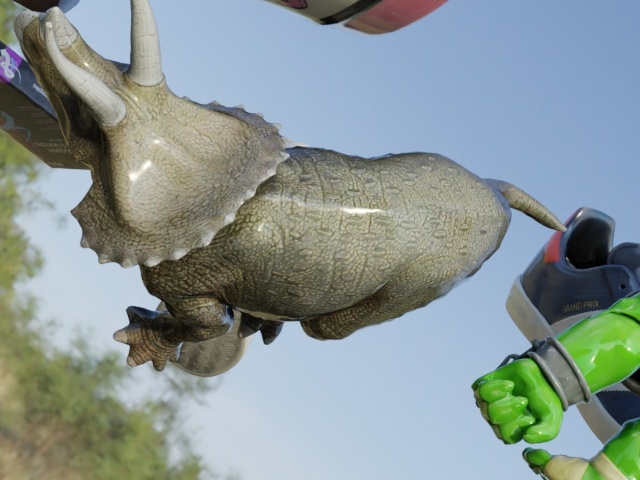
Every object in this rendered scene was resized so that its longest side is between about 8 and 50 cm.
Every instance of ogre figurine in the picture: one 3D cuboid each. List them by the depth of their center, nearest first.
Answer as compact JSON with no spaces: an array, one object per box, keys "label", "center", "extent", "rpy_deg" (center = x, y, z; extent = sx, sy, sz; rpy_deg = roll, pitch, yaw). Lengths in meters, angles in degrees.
[{"label":"ogre figurine","center":[0.175,0.094,0.581],"extent":[0.197,0.118,0.097],"rpy_deg":[40,-4,18]}]

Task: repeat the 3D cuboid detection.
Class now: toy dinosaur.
[{"label":"toy dinosaur","center":[0.000,0.000,0.587],"extent":[0.313,0.121,0.160],"rpy_deg":[14,-14,-28]}]

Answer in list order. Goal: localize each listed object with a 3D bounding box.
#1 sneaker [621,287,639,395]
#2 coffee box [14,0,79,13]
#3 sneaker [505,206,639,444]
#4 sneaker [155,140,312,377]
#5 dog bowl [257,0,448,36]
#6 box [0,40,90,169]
[{"label":"sneaker","center":[0.331,0.025,0.988],"extent":[0.104,0.296,0.147],"rpy_deg":[52,26,22]},{"label":"coffee box","center":[-0.317,-0.333,1.252],"extent":[0.246,0.141,0.098],"rpy_deg":[28,29,0]},{"label":"sneaker","center":[0.297,0.092,1.214],"extent":[0.131,0.148,0.350],"rpy_deg":[12,26,-36]},{"label":"sneaker","center":[-0.073,0.019,1.402],"extent":[0.108,0.169,0.292],"rpy_deg":[36,-40,1]},{"label":"dog bowl","center":[0.064,-0.327,0.976],"extent":[0.150,0.408,0.408],"rpy_deg":[30,-8,-22]},{"label":"box","center":[-0.252,-0.113,1.158],"extent":[0.116,0.029,0.162],"rpy_deg":[6,-25,47]}]
